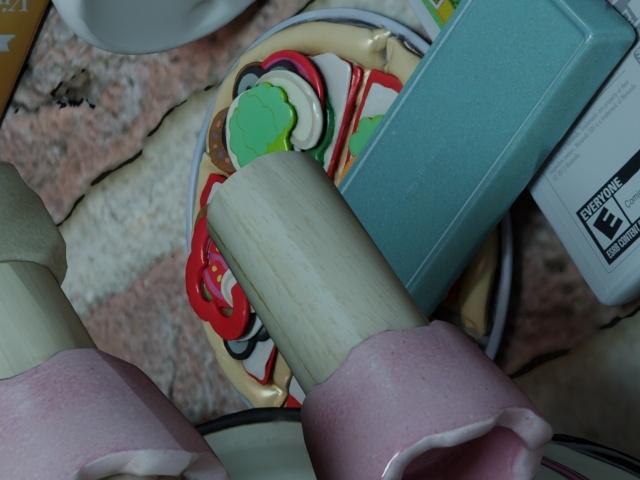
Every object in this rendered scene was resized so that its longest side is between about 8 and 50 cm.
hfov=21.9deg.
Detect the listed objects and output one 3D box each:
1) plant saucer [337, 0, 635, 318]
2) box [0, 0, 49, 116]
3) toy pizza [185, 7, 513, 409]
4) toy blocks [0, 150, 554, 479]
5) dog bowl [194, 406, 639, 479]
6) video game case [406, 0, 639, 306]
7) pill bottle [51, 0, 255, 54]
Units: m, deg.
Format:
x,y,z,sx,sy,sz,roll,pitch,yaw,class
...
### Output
x,y,z,sx,sy,sz,roll,pitch,yaw,class
0.043,-0.027,0.639,0.067,0.018,0.192,51,126,27,plant saucer
-0.304,-0.100,0.891,0.168,0.215,0.345,51,127,30,box
0.000,0.000,0.716,0.201,0.032,0.201,6,98,46,toy pizza
-0.103,0.156,0.423,0.260,0.309,0.288,57,130,34,toy blocks
0.061,0.252,0.595,0.408,0.150,0.408,6,99,45,dog bowl
0.121,-0.114,0.585,0.212,0.023,0.193,-49,60,38,video game case
-0.104,-0.195,0.745,0.117,0.117,0.208,-52,58,36,pill bottle
